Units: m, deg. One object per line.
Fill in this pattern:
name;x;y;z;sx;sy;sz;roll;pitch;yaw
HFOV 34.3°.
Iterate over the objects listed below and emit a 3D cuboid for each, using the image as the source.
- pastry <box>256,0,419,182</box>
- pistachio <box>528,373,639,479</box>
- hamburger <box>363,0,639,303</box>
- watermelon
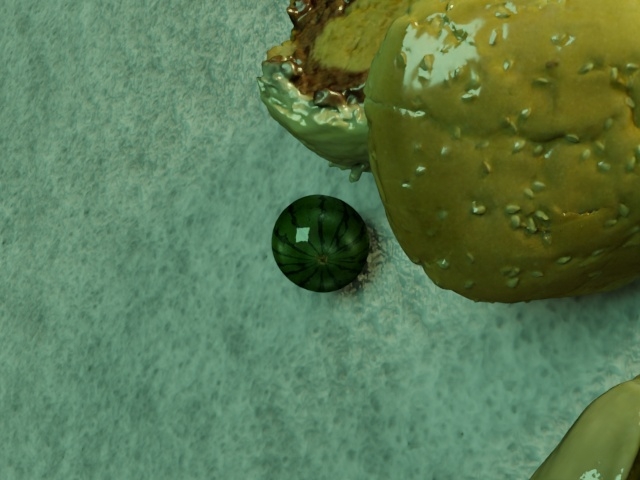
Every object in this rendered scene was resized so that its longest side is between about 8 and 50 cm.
pastry;0.086;-0.174;0.983;0.236;0.170;0.256;-7;47;29
pistachio;0.210;0.198;0.745;0.129;0.131;0.206;31;88;0
hamburger;0.178;-0.081;0.780;0.283;0.144;0.260;-17;100;6
watermelon;0.000;-0.001;1.031;0.109;0.109;0.109;-19;60;36
